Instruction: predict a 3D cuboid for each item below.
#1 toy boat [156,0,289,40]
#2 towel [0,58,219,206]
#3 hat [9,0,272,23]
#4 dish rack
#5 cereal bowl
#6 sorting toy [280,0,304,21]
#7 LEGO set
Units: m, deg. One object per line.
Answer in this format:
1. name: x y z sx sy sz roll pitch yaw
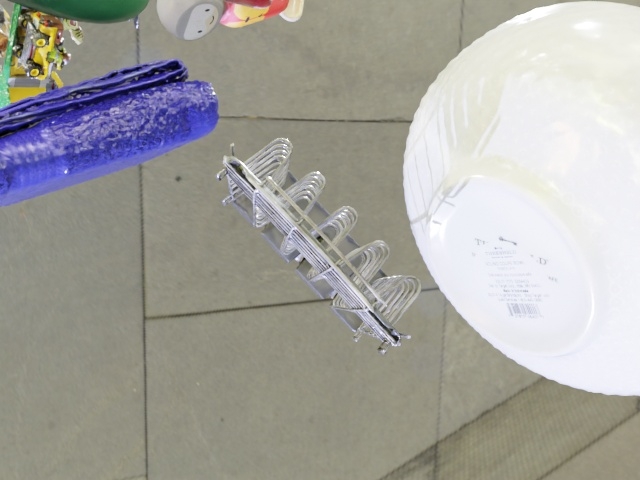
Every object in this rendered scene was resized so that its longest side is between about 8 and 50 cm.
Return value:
1. toy boat: -0.113 -0.367 0.701 0.148 0.267 0.318 -22 118 -34
2. towel: -0.262 -0.074 0.606 0.308 0.227 0.076 -25 101 -37
3. hat: -0.179 -0.201 0.615 0.184 0.208 0.173 59 28 -51
4. dish rack: 0.000 0.000 0.608 0.074 0.271 0.208 -45 90 -6
5. cereal bowl: 0.191 -0.010 0.582 0.141 0.339 0.339 -31 112 -30
6. sorting toy: -0.096 -0.465 1.145 0.196 0.047 0.348 32 42 -27
7. LEGO set: -0.319 -0.293 0.859 0.192 0.331 0.255 -10 133 -43
